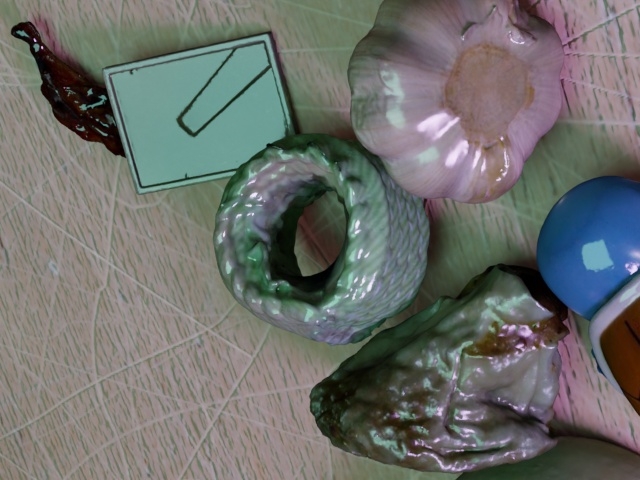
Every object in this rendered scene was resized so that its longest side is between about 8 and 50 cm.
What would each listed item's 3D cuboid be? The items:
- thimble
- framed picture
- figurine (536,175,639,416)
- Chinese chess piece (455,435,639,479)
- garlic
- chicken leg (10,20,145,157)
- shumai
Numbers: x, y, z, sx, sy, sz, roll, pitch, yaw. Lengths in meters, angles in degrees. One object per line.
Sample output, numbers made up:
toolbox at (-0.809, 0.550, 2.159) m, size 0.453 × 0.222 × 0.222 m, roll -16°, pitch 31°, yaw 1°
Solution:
thimble at (0.000, 0.000, 2.055) m, size 0.219 × 0.150 × 0.219 m, roll -3°, pitch 84°, yaw 30°
framed picture at (-0.128, -0.137, 2.162) m, size 0.203 × 0.015 × 0.150 m, roll -11°, pitch 105°, yaw 20°
figurine at (0.376, 0.121, 1.901) m, size 0.416 × 0.243 × 0.298 m, roll 60°, pitch 139°, yaw 21°
Chinese chess piece at (0.265, 0.380, 2.098) m, size 0.349 × 0.146 × 0.349 m, roll 12°, pitch 116°, yaw 26°
garlic at (0.125, -0.149, 1.926) m, size 0.228 × 0.228 × 0.152 m, roll 68°, pitch 167°, yaw -10°
chicken leg at (-0.267, -0.164, 2.243) m, size 0.219 × 0.048 × 0.089 m, roll 35°, pitch 121°, yaw 14°
shumai at (0.121, 0.117, 2.045) m, size 0.271 × 0.222 × 0.204 m, roll -2°, pitch 102°, yaw 4°
